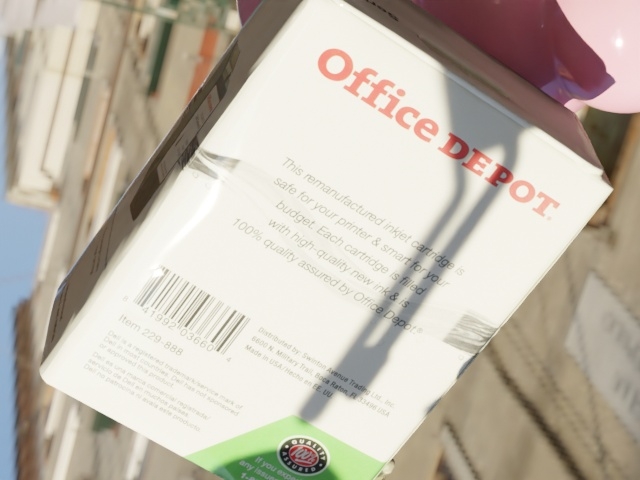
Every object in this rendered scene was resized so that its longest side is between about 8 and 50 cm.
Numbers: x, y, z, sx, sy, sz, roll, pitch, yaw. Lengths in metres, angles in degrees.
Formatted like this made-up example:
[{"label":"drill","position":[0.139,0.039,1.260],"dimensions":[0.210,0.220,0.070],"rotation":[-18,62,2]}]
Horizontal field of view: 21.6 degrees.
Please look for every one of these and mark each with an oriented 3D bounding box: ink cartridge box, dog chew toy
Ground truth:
[{"label":"ink cartridge box","position":[0.000,0.000,1.001],"dimensions":[0.211,0.289,0.121],"rotation":[32,-159,-16]},{"label":"dog chew toy","position":[0.108,-0.160,1.096],"dimensions":[0.332,0.206,0.206],"rotation":[11,-169,35]}]

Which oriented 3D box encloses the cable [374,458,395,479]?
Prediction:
[{"label":"cable","position":[-0.011,0.233,1.205],"dimensions":[0.287,0.139,0.072],"rotation":[-19,-164,50]}]
